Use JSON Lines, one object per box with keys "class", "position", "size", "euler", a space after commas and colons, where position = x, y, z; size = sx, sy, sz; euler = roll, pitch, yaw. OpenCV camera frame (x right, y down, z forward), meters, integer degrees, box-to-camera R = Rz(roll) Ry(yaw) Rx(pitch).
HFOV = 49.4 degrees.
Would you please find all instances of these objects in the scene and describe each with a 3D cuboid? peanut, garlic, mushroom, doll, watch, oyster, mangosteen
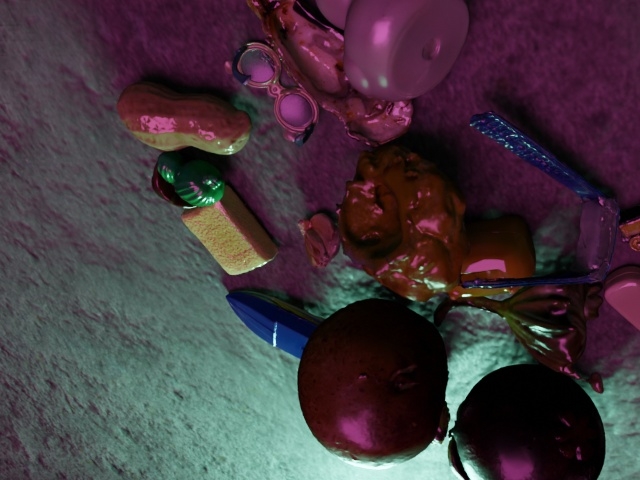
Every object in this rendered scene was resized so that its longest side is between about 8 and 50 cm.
{"class": "peanut", "position": [-0.250, -0.217, 1.278], "size": [0.256, 0.123, 0.123], "euler": [15, 134, 9]}
{"class": "garlic", "position": [0.005, 0.001, 1.393], "size": [0.094, 0.074, 0.113], "euler": [43, 139, 36]}
{"class": "mushroom", "position": [0.125, 0.287, 1.466], "size": [0.334, 0.356, 0.331], "euler": [5, 90, 6]}
{"class": "doll", "position": [0.089, -0.327, 1.002], "size": [0.221, 0.221, 0.251], "euler": [-1, 157, 25]}
{"class": "watch", "position": [0.354, -0.058, 1.113], "size": [0.274, 0.068, 0.276], "euler": [1, 97, -19]}
{"class": "oyster", "position": [0.016, -0.292, 1.131], "size": [0.345, 0.078, 0.128], "euler": [41, 112, -12]}
{"class": "mangosteen", "position": [0.406, 0.407, 1.439], "size": [0.307, 0.307, 0.347], "euler": [40, 151, -14]}

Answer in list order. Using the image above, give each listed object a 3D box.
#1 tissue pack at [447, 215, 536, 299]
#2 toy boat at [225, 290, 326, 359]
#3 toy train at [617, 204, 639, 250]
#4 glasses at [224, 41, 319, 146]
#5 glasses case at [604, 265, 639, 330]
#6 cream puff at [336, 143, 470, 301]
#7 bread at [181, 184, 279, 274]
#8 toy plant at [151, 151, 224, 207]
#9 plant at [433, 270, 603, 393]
{"class": "tissue pack", "position": [0.293, 0.035, 1.260], "size": [0.178, 0.127, 0.123], "euler": [-10, 123, 29]}
{"class": "toy boat", "position": [-0.094, 0.186, 1.604], "size": [0.295, 0.088, 0.129], "euler": [24, 137, 18]}
{"class": "toy train", "position": [0.572, -0.049, 1.110], "size": [0.202, 0.060, 0.081], "euler": [-27, 108, 39]}
{"class": "glasses", "position": [-0.062, -0.240, 1.133], "size": [0.088, 0.220, 0.189], "euler": [-41, 109, 2]}
{"class": "glasses case", "position": [0.600, 0.125, 1.259], "size": [0.196, 0.050, 0.083], "euler": [40, 136, -13]}
{"class": "cream puff", "position": [0.123, -0.028, 1.173], "size": [0.185, 0.282, 0.282], "euler": [-11, 134, -14]}
{"class": "bread", "position": [-0.192, -0.017, 1.466], "size": [0.125, 0.068, 0.188], "euler": [-19, 121, 35]}
{"class": "toy plant", "position": [-0.263, -0.123, 1.356], "size": [0.143, 0.105, 0.200], "euler": [40, 154, -27]}
{"class": "plant", "position": [0.352, 0.155, 1.295], "size": [0.333, 0.180, 0.251], "euler": [2, 137, 21]}
